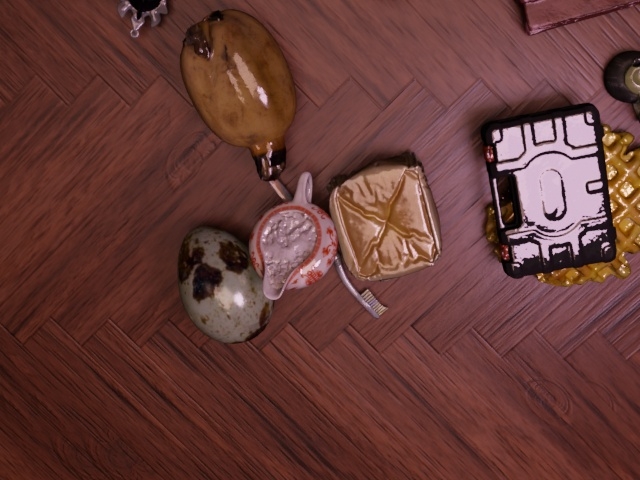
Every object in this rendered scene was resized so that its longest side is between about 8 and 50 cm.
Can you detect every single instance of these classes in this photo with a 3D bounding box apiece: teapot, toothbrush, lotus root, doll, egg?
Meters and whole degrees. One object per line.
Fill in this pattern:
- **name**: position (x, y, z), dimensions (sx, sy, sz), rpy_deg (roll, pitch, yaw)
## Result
- **teapot**: position (0.564, -0.274, 1.588), dimensions (0.124, 0.091, 0.092), rpy_deg (45, 102, -5)
- **toothbrush**: position (0.000, 0.000, 1.708), dimensions (0.037, 0.028, 0.375), rpy_deg (-39, 97, 4)
- **lotus root**: position (-0.131, -0.252, 1.596), dimensions (0.183, 0.183, 0.309), rpy_deg (-24, 101, 8)
- **teapot**: position (-0.046, -0.004, 1.606), dimensions (0.159, 0.116, 0.245), rpy_deg (-3, 72, 25)
- **doll**: position (-0.310, -0.457, 1.616), dimensions (0.096, 0.070, 0.195), rpy_deg (15, 98, -17)
- **egg**: position (-0.179, 0.079, 1.666), dimensions (0.169, 0.169, 0.231), rpy_deg (-28, 84, 8)

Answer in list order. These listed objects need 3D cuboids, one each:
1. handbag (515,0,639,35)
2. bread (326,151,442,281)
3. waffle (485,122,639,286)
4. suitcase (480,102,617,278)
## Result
- **handbag**: position (0.455, -0.511, 1.552), dimensions (0.276, 0.084, 0.260), rpy_deg (-16, 100, 7)
- **bread**: position (0.117, -0.041, 1.650), dimensions (0.192, 0.110, 0.209), rpy_deg (-18, 96, 9)
- **waffle**: position (0.464, -0.063, 1.653), dimensions (0.307, 0.060, 0.311), rpy_deg (10, 102, -1)
- **suitcase**: position (0.402, -0.085, 1.587), dimensions (0.206, 0.066, 0.285), rpy_deg (-11, 103, 4)
